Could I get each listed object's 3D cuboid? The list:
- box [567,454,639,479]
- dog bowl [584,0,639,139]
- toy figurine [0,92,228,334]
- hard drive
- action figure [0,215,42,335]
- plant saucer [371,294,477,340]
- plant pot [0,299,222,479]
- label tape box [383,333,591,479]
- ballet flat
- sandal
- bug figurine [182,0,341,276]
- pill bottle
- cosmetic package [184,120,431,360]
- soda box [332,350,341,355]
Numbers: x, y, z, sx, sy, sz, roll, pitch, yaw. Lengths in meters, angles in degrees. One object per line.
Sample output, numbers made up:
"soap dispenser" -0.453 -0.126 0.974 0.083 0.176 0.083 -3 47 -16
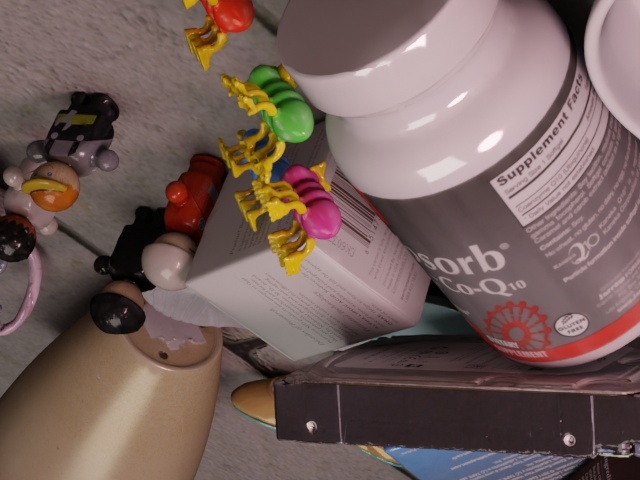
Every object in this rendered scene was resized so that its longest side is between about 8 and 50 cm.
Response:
"box" 0.306 0.344 1.750 0.191 0.143 0.381 21 132 -19
"dog bowl" 0.330 -0.156 1.239 0.265 0.104 0.265 15 148 10
"toy figurine" -0.216 -0.021 1.721 0.209 0.148 0.213 32 148 -17
"hard drive" 0.159 0.132 1.525 0.339 0.064 0.237 1 -173 28
"action figure" -0.493 -0.046 1.878 0.370 0.248 0.276 28 -167 12
"plant saucer" 0.125 0.105 1.824 0.195 0.037 0.195 15 147 10
"plant pot" -0.222 0.175 1.975 0.256 0.256 0.274 26 131 -8
"label tape box" 0.256 0.217 1.792 0.241 0.106 0.334 -26 130 27
"ballet flat" 0.013 0.193 2.012 0.232 0.080 0.073 17 121 1
"sandal" -0.066 0.048 1.809 0.265 0.076 0.102 9 151 23
"bug figurine" -0.047 -0.103 1.452 0.072 0.216 0.279 -23 136 -9
"pill bottle" 0.133 -0.076 1.375 0.210 0.210 0.363 -7 139 38
"cosmetic package" 0.000 0.000 1.626 0.151 0.151 0.184 37 146 -26
"soda box" 0.089 0.176 1.940 0.169 0.053 0.060 27 148 -11
